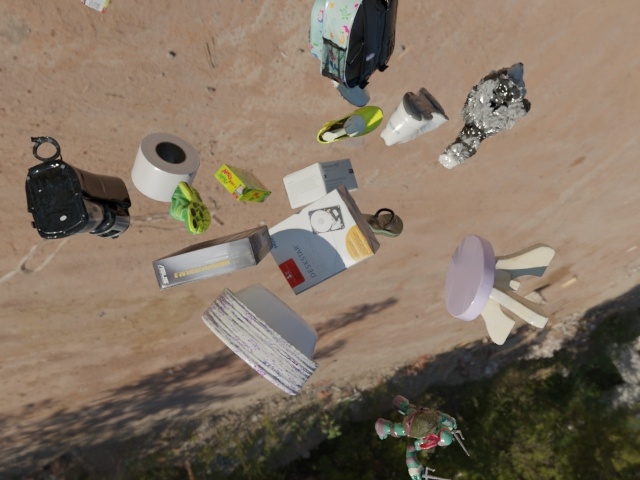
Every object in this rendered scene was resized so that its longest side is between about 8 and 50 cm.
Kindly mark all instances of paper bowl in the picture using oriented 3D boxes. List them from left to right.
[{"bbox_3d":[-0.121,0.210,1.090,0.148,0.284,0.284,-49,156,-9],"label":"paper bowl"}]

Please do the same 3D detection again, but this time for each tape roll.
[{"bbox_3d":[-0.649,-0.308,1.974,0.245,0.246,0.169,-2,144,-37],"label":"tape roll"}]

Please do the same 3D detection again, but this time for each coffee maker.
[{"bbox_3d":[-0.438,-0.088,0.875,0.120,0.172,0.178,7,-178,3],"label":"coffee maker"}]

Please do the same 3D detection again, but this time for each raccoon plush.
[{"bbox_3d":[0.633,-0.517,1.883,0.446,0.216,0.299,-37,-172,27],"label":"raccoon plush"}]

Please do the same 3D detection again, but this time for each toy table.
[{"bbox_3d":[0.388,0.103,1.051,0.160,0.274,0.252,20,121,0],"label":"toy table"}]

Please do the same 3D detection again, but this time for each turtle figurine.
[{"bbox_3d":[0.234,0.432,1.063,0.175,0.118,0.234,-25,-166,-28],"label":"turtle figurine"}]

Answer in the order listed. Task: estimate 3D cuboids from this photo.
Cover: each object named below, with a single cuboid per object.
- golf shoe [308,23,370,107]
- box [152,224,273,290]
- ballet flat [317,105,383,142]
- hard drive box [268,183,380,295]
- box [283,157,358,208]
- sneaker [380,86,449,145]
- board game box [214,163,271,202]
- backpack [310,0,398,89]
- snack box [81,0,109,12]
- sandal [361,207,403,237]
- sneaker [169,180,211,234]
[{"bbox_3d":[0.090,-0.539,1.427,0.140,0.115,0.306,-11,136,34],"label":"golf shoe"},{"bbox_3d":[-0.201,0.028,0.939,0.182,0.056,0.231,-14,-173,3],"label":"box"},{"bbox_3d":[0.078,-0.327,1.374,0.230,0.077,0.077,-6,-152,46],"label":"ballet flat"},{"bbox_3d":[0.000,0.000,1.161,0.232,0.181,0.089,-30,-177,22],"label":"hard drive box"},{"bbox_3d":[0.001,-0.201,1.656,0.181,0.119,0.180,-15,-177,44],"label":"box"},{"bbox_3d":[0.241,-0.319,1.231,0.129,0.111,0.297,-41,171,34],"label":"sneaker"},{"bbox_3d":[-0.203,-0.150,1.264,0.043,0.092,0.181,-46,173,11],"label":"board game box"},{"bbox_3d":[0.091,-0.552,1.193,0.225,0.191,0.254,-43,162,-24],"label":"backpack"},{"bbox_3d":[-0.580,-0.756,1.265,0.070,0.175,0.207,10,140,-39],"label":"snack box"},{"bbox_3d":[0.255,-0.079,1.864,0.302,0.120,0.086,-3,135,-56],"label":"sandal"},{"bbox_3d":[-0.504,-0.106,1.805,0.123,0.296,0.109,-47,133,14],"label":"sneaker"}]
